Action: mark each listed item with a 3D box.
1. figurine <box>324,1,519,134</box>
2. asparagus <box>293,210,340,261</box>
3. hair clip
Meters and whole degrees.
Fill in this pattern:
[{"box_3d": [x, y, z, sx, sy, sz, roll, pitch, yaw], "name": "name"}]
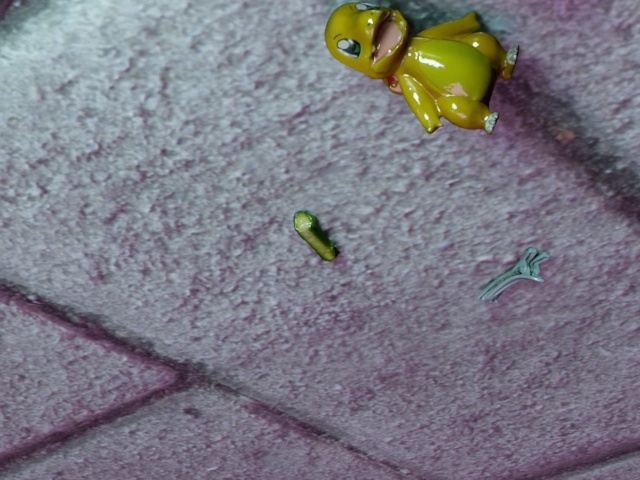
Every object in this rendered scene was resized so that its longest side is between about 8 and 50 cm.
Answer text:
[{"box_3d": [0.081, -0.160, 1.196, 0.176, 0.121, 0.122, 25, 169, -16], "name": "figurine"}, {"box_3d": [-0.001, 0.000, 1.500, 0.025, 0.021, 0.108, -16, 146, 19], "name": "asparagus"}, {"box_3d": [0.232, 0.052, 1.587, 0.030, 0.039, 0.115, 19, 146, -21], "name": "hair clip"}]
